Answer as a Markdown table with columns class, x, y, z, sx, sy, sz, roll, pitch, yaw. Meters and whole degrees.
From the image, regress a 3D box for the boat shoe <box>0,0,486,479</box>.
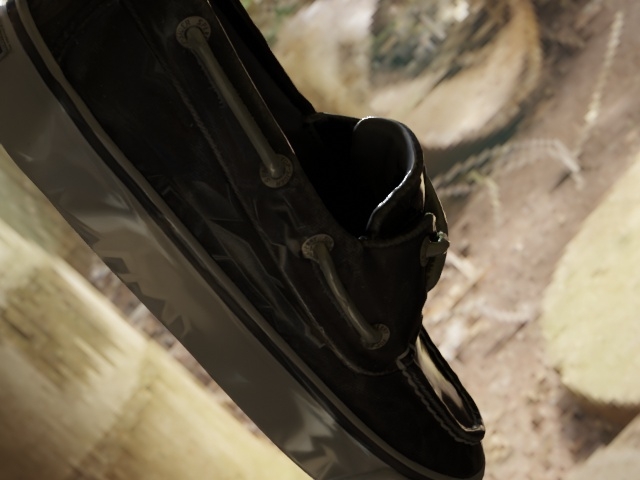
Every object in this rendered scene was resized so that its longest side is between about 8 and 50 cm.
| class | x | y | z | sx | sy | sz | roll | pitch | yaw |
| --- | --- | --- | --- | --- | --- | --- | --- | --- | --- |
| boat shoe | 0.000 | 0.000 | 0.622 | 0.102 | 0.301 | 0.108 | -32 | 36 | 12 |
